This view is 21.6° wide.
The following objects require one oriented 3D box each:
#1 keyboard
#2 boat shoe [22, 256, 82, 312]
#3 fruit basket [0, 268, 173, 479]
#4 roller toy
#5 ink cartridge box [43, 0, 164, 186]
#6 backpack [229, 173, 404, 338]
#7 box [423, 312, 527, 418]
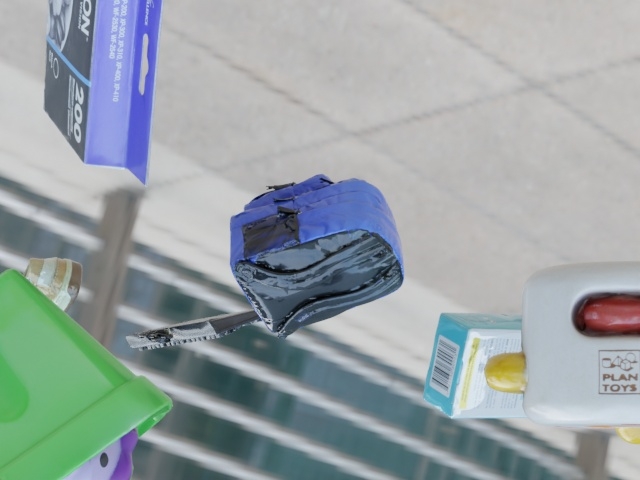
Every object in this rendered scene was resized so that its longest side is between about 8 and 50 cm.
[{"bbox_3d":[-0.142,0.098,1.786,0.108,0.023,0.180,-12,179,-36],"label":"keyboard"},{"bbox_3d":[-0.323,0.071,1.798,0.072,0.068,0.190,18,135,-25],"label":"boat shoe"},{"bbox_3d":[-0.259,0.259,1.358,0.392,0.392,0.283,16,169,-4],"label":"fruit basket"},{"bbox_3d":[0.263,0.098,1.414,0.209,0.146,0.191,6,171,-27],"label":"roller toy"},{"bbox_3d":[-0.192,-0.176,1.464,0.045,0.206,0.208,-4,-156,-26],"label":"ink cartridge box"},{"bbox_3d":[0.000,0.000,1.283,0.120,0.101,0.098,-16,140,15],"label":"backpack"},{"bbox_3d":[0.233,0.133,1.795,0.244,0.100,0.060,3,-166,-30],"label":"box"}]
